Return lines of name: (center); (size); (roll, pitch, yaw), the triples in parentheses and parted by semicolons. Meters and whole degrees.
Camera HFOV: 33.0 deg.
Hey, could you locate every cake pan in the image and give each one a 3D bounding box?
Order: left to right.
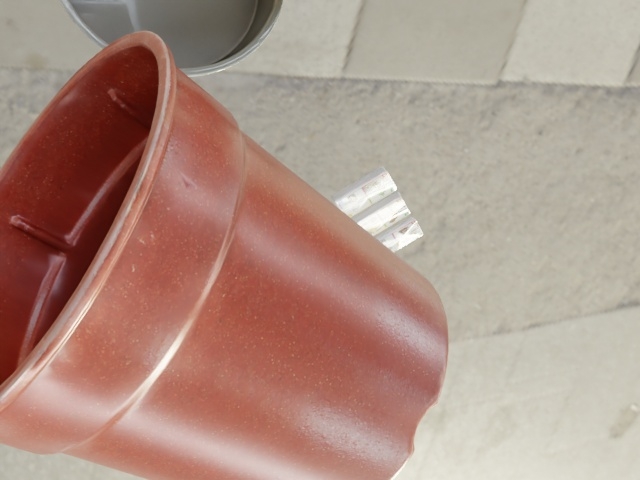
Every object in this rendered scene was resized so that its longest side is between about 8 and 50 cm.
cake pan: (-0.188, -0.332, 1.318); (0.293, 0.054, 0.293); (4, 78, -20)

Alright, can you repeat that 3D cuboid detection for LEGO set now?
LEGO set: (0.000, 0.000, 1.426); (0.244, 0.060, 0.182); (-31, 146, 4)

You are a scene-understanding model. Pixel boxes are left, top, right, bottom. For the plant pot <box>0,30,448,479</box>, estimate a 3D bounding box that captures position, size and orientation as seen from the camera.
plant pot: (-0.076, 0.051, 0.709); (0.265, 0.272, 0.272); (32, 95, -29)
